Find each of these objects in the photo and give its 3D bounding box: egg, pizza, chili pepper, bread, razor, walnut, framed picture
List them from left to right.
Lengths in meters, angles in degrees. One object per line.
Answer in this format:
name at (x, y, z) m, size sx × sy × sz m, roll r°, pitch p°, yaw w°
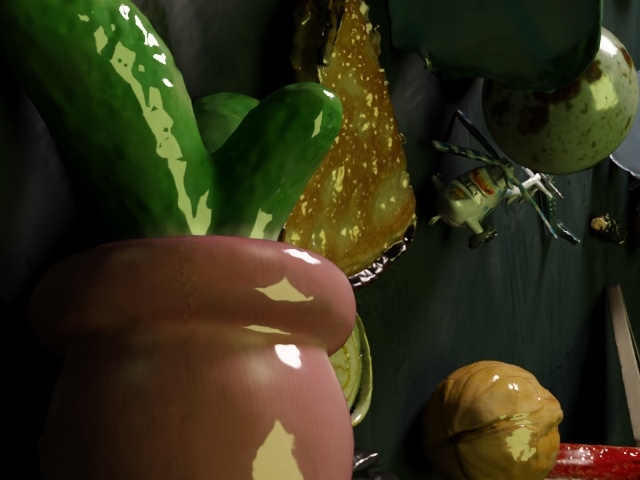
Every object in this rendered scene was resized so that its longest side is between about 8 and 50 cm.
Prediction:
pizza at (-0.011, -0.063, 1.090) m, size 0.251 × 0.074 × 0.287 m, roll -48°, pitch 132°, yaw -47°
bread at (-0.011, 0.116, 1.129) m, size 0.156 × 0.064 × 0.117 m, roll 9°, pitch 73°, yaw -61°
walnut at (0.201, 0.220, 1.476) m, size 0.207 × 0.159 × 0.159 m, roll 1°, pitch 95°, yaw -61°
razor at (0.318, -0.072, 1.764) m, size 0.066 × 0.033 × 0.190 m, roll -122°, pitch -170°, yaw -53°
egg at (0.262, -0.154, 1.402) m, size 0.231 × 0.169 × 0.169 m, roll 55°, pitch 46°, yaw -79°
chili pepper at (0.356, 0.335, 1.705) m, size 0.136 × 0.253 × 0.144 m, roll -16°, pitch 103°, yaw -80°
framed picture at (0.520, 0.310, 1.999) m, size 0.446 × 0.028 × 0.326 m, roll -77°, pitch 149°, yaw -62°

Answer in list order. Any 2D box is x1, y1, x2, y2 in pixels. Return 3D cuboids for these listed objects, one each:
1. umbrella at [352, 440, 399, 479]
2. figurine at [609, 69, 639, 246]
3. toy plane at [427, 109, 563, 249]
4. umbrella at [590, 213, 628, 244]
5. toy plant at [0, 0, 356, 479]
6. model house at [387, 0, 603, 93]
umbrella at (0.008, 0.238, 1.168) m, size 0.340 × 0.118 × 0.118 m, roll 22°, pitch 77°, yaw -66°
figurine at (0.619, -0.124, 2.114) m, size 0.388 × 0.277 × 0.248 m, roll 23°, pitch 52°, yaw -64°
toy plane at (0.193, -0.061, 1.494) m, size 0.182 × 0.107 × 0.273 m, roll 46°, pitch 18°, yaw -4°
umbrella at (0.462, -0.019, 2.042) m, size 0.144 × 0.037 × 0.040 m, roll 16°, pitch 54°, yaw -63°
toy plant at (-0.093, 0.018, 0.817) m, size 0.317 × 0.211 × 0.356 m, roll 29°, pitch 58°, yaw -59°
model house at (0.200, -0.318, 1.271) m, size 0.241 × 0.226 × 0.261 m, roll -51°, pitch 141°, yaw -46°
